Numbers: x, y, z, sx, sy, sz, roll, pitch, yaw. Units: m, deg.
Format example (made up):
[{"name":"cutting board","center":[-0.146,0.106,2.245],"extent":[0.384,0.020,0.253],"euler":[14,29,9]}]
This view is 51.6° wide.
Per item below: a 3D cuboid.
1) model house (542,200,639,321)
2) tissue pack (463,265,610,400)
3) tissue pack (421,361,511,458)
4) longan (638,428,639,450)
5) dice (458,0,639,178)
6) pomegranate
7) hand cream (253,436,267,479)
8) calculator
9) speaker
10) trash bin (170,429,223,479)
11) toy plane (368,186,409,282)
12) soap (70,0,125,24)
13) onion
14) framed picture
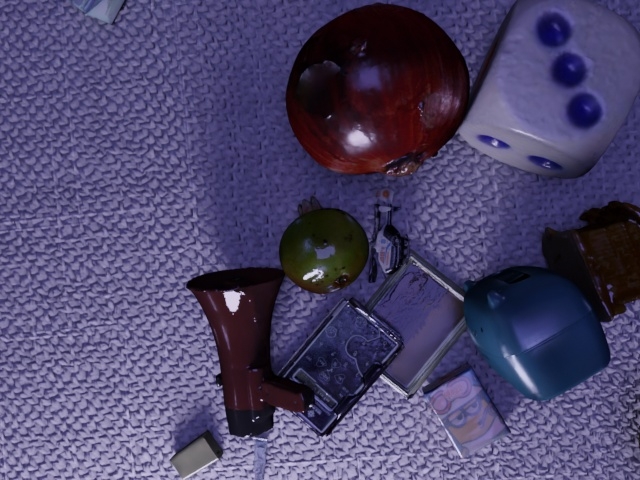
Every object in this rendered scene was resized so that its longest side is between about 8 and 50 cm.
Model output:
[{"name":"model house","center":[0.567,0.032,1.239],"extent":[0.229,0.199,0.220],"euler":[-15,82,2]},{"name":"tissue pack","center":[0.378,0.148,1.212],"extent":[0.198,0.287,0.206],"euler":[-28,94,2]},{"name":"tissue pack","center":[0.291,0.342,1.334],"extent":[0.115,0.065,0.155],"euler":[-30,87,2]},{"name":"longan","center":[0.790,0.360,1.173],"extent":[0.404,0.336,0.405],"euler":[4,128,5]},{"name":"dice","center":[0.423,-0.280,1.235],"extent":[0.251,0.243,0.259],"euler":[23,89,4]},{"name":"pomegranate","center":[0.000,0.000,1.310],"extent":[0.180,0.180,0.210],"euler":[-23,60,4]},{"name":"hand cream","center":[-0.127,0.460,1.390],"extent":[0.030,0.019,0.093],"euler":[2,84,6]},{"name":"calculator","center":[0.031,0.258,1.358],"extent":[0.165,0.028,0.274],"euler":[40,99,3]},{"name":"speaker","center":[-0.110,0.218,1.301],"extent":[0.259,0.198,0.330],"euler":[-8,97,24]},{"name":"trash bin","center":[-0.260,0.451,1.384],"extent":[0.092,0.043,0.061],"euler":[-35,88,5]},{"name":"toy plane","center":[0.136,-0.010,1.345],"extent":[0.078,0.053,0.197],"euler":[2,94,33]},{"name":"soap","center":[-0.446,-0.574,1.364],"extent":[0.145,0.091,0.230],"euler":[34,93,6]},{"name":"onion","center":[0.094,-0.274,1.204],"extent":[0.341,0.341,0.341],"euler":[0,91,4]},{"name":"framed picture","center":[0.184,0.173,1.365],"extent":[0.197,0.014,0.252],"euler":[38,93,2]}]
